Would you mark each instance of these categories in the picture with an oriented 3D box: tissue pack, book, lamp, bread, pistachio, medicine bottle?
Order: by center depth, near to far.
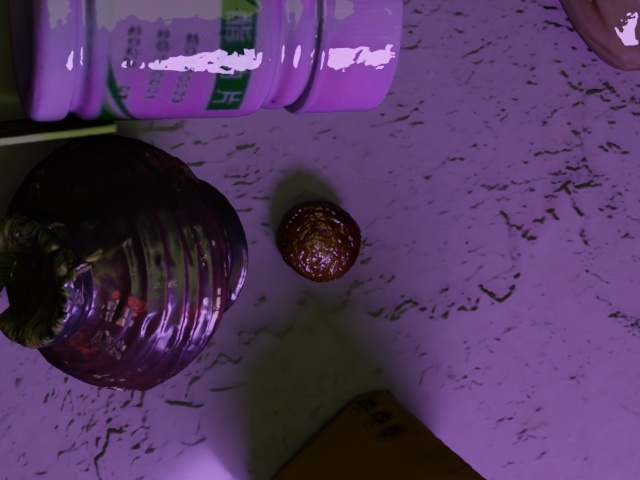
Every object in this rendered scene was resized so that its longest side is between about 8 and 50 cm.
[{"bbox_3d":[-0.109,-0.214,1.471,0.325,0.212,0.212,-2,102,-17],"label":"medicine bottle"},{"bbox_3d":[-0.191,0.022,1.482,0.247,0.247,0.247,-4,102,-18],"label":"lamp"},{"bbox_3d":[-0.278,-0.099,1.485,0.172,0.118,0.012,-8,102,-15],"label":"book"},{"bbox_3d":[0.072,0.281,1.603,0.192,0.271,0.134,-42,115,-7],"label":"tissue pack"},{"bbox_3d":[0.000,0.000,1.634,0.085,0.053,0.085,-4,102,-18],"label":"bread"},{"bbox_3d":[0.298,-0.270,1.647,0.136,0.136,0.226,-30,101,-10],"label":"pistachio"}]
